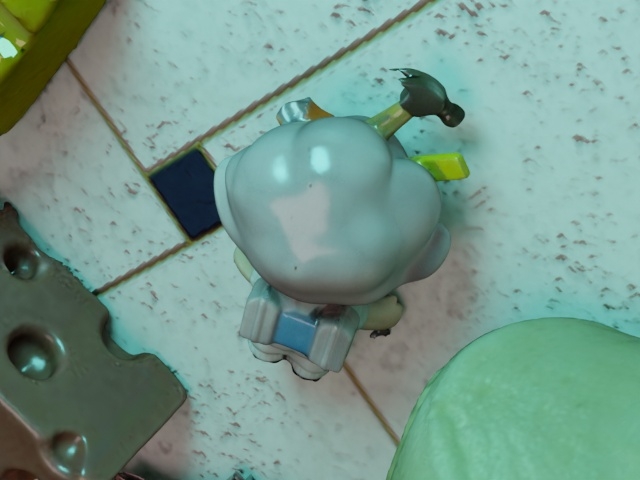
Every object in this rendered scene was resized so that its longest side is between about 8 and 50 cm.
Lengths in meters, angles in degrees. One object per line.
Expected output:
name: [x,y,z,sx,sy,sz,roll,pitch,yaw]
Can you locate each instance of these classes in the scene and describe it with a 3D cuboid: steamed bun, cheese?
steamed bun: [0.132,0.211,0.883,0.273,0.272,0.290,18,121,23]
cheese: [-0.227,0.104,1.143,0.203,0.128,0.177,43,132,-2]

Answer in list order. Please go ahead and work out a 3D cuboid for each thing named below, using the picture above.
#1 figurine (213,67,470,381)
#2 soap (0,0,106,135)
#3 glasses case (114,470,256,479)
figurine: [0.000,0.000,0.950,0.137,0.112,0.229,28,138,10]
soap: [-0.284,-0.213,1.008,0.324,0.096,0.204,47,130,1]
glasses case: [-0.093,0.205,1.159,0.193,0.070,0.102,3,90,33]
